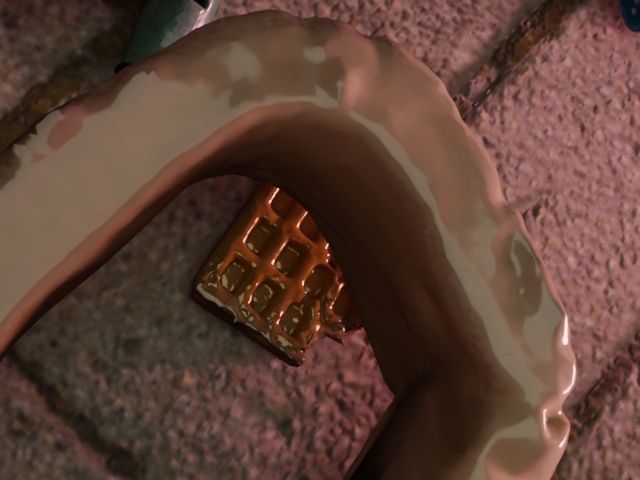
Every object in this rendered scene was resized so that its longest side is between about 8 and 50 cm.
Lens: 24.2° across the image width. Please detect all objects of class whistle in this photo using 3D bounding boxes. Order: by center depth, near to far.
[{"bbox_3d":[-0.056,-0.162,0.794,0.039,0.039,0.186,26,71,-13],"label":"whistle"}]

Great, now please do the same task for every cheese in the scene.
[{"bbox_3d":[-0.045,0.074,0.672,0.292,0.153,0.332,41,77,-7],"label":"cheese"}]

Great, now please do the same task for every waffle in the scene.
[{"bbox_3d":[0.000,0.000,0.789,0.092,0.021,0.135,36,69,-10],"label":"waffle"}]

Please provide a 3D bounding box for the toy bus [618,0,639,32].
[{"bbox_3d":[0.296,-0.192,0.879,0.246,0.134,0.113,-6,81,-20],"label":"toy bus"}]
